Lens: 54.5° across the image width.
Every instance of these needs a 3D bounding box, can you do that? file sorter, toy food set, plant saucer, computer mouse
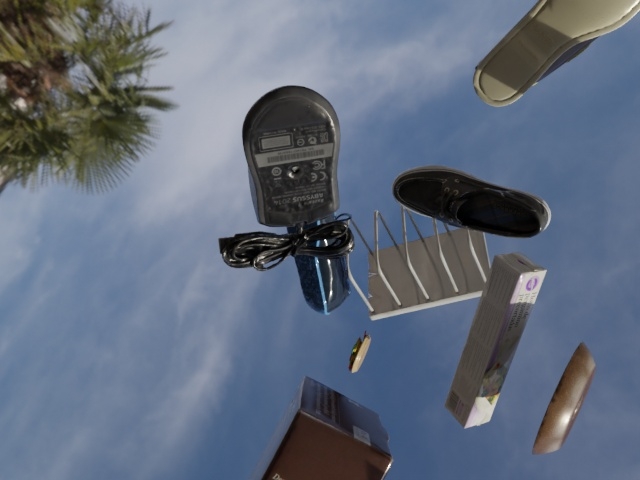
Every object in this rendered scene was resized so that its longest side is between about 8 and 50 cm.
[{"bbox_3d":[0.210,0.022,1.351,0.277,0.173,0.193,-15,-136,19],"label":"file sorter"},{"bbox_3d":[0.075,0.214,1.196,0.020,0.083,0.083,22,-149,14],"label":"toy food set"},{"bbox_3d":[0.396,0.259,0.992,0.036,0.198,0.198,24,-111,28],"label":"plant saucer"},{"bbox_3d":[-0.045,-0.086,0.805,0.188,0.272,0.072,-5,-139,-9],"label":"computer mouse"}]

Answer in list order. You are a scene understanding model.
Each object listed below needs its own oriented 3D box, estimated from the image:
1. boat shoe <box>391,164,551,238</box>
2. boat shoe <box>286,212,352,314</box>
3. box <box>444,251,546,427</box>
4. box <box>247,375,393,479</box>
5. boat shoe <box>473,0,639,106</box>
[{"bbox_3d":[0.205,-0.049,0.877,0.228,0.080,0.076,19,-157,17],"label":"boat shoe"},{"bbox_3d":[0.000,0.000,1.079,0.089,0.258,0.109,-25,-144,-33],"label":"boat shoe"},{"bbox_3d":[0.292,0.176,1.059,0.063,0.324,0.067,-5,-150,-30],"label":"box"},{"bbox_3d":[-0.056,0.392,0.820,0.143,0.191,0.381,30,-90,0],"label":"box"},{"bbox_3d":[0.381,-0.339,0.969,0.324,0.116,0.097,-42,-178,29],"label":"boat shoe"}]
